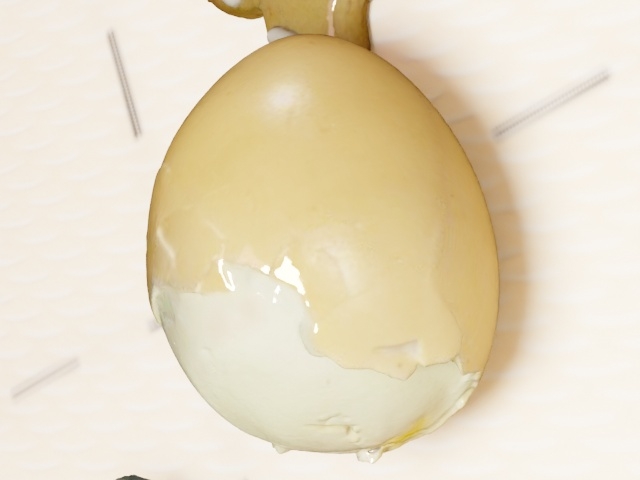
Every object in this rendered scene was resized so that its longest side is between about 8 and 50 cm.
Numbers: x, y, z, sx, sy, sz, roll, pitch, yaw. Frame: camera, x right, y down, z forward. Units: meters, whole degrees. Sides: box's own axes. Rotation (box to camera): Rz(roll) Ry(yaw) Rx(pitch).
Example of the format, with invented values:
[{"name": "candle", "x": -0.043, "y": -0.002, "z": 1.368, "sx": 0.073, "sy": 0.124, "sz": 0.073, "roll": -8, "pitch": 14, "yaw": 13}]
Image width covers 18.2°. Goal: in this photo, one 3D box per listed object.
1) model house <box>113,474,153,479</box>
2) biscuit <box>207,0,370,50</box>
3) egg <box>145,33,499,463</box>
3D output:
[{"name": "model house", "x": -0.058, "y": 0.321, "z": 1.240, "sx": 0.301, "sy": 0.190, "sz": 0.271, "roll": 17, "pitch": 99, "yaw": 27}, {"name": "biscuit", "x": 0.010, "y": -0.252, "z": 1.232, "sx": 0.197, "sy": 0.049, "sz": 0.301, "roll": 42, "pitch": 117, "yaw": 34}, {"name": "egg", "x": 0.000, "y": 0.000, "z": 1.137, "sx": 0.201, "sy": 0.201, "sz": 0.244, "roll": -22, "pitch": 63, "yaw": 42}]
